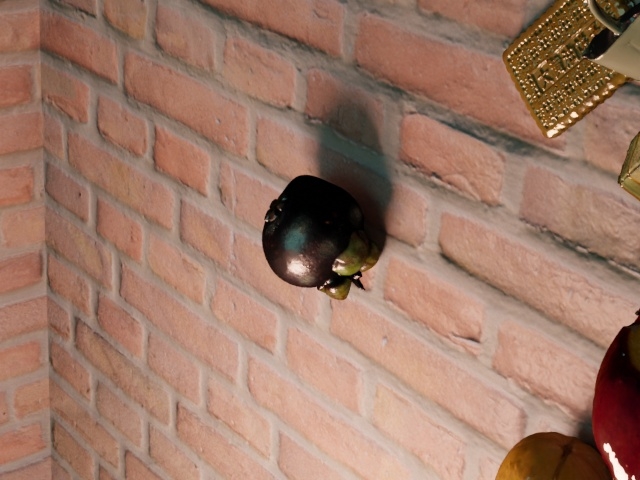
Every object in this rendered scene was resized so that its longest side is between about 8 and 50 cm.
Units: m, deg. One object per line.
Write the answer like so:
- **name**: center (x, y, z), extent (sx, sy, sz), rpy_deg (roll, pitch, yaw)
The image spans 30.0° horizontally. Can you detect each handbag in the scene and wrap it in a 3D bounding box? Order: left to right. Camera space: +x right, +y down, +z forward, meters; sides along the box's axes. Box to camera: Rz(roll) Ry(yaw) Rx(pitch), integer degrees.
- **handbag**: center (0.468, -0.278, 1.504), extent (0.241, 0.315, 0.109), rpy_deg (-47, 25, 48)

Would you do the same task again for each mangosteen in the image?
- **mangosteen**: center (0.000, 0.000, 2.277), extent (0.243, 0.243, 0.243), rpy_deg (22, 119, 46)

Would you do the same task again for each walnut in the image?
- **walnut**: center (0.381, 0.421, 1.962), extent (0.193, 0.193, 0.226), rpy_deg (32, 136, 41)

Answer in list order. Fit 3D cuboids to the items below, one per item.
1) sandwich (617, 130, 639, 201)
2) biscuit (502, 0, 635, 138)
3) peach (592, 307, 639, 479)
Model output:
- **sandwich**: center (0.523, -0.089, 1.727), extent (0.163, 0.113, 0.079), rpy_deg (34, 136, -5)
- **biscuit**: center (0.387, -0.282, 1.818), extent (0.254, 0.029, 0.172), rpy_deg (-42, 69, 49)
- **peach**: center (0.563, 0.204, 1.500), extent (0.416, 0.353, 0.339), rpy_deg (-37, 32, 16)
